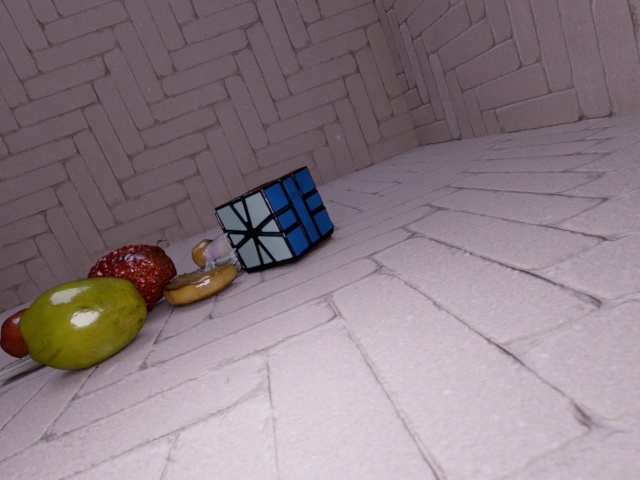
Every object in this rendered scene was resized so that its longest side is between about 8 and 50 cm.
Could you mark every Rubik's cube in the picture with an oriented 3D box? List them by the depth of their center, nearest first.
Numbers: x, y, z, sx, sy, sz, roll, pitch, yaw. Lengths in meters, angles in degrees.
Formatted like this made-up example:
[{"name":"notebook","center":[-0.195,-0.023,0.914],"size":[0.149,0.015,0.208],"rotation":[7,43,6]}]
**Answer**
[{"name":"Rubik's cube","center":[-0.166,-0.075,1.527],"size":[0.294,0.288,0.283],"rotation":[-12,19,41]}]

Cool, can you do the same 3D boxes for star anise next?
[{"name":"star anise","center":[-0.541,0.163,1.679],"size":[0.205,0.061,0.181],"rotation":[-8,5,31]}]

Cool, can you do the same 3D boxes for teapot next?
[{"name":"teapot","center":[-0.374,0.072,1.671],"size":[0.178,0.221,0.163],"rotation":[-23,-33,15]}]

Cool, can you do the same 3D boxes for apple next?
[{"name":"apple","center":[-0.560,0.059,2.012],"size":[0.147,0.146,0.146],"rotation":[-20,12,5]}]

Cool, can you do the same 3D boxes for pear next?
[{"name":"pear","center":[-0.671,0.230,1.180],"size":[0.307,0.252,0.253],"rotation":[-27,14,-32]}]

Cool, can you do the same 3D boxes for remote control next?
[{"name":"remote control","center":[-0.952,0.401,1.376],"size":[0.231,0.049,0.090],"rotation":[-24,13,-15]}]

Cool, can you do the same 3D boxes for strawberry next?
[{"name":"strawberry","center":[-0.666,0.119,1.507],"size":[0.344,0.292,0.292],"rotation":[-36,6,23]}]

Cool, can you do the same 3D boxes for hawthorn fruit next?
[{"name":"hawthorn fruit","center":[-1.061,0.352,1.541],"size":[0.226,0.196,0.196],"rotation":[5,15,2]}]

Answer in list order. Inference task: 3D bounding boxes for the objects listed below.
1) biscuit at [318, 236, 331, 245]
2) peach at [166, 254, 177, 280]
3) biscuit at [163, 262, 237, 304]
[{"name":"biscuit","center":[0.000,0.000,1.593],"size":[0.078,0.015,0.091],"rotation":[-13,15,34]},{"name":"peach","center":[-0.781,0.169,1.918],"size":[0.196,0.226,0.190],"rotation":[11,26,-39]},{"name":"biscuit","center":[-0.437,0.163,1.446],"size":[0.275,0.091,0.213],"rotation":[-10,14,36]}]
